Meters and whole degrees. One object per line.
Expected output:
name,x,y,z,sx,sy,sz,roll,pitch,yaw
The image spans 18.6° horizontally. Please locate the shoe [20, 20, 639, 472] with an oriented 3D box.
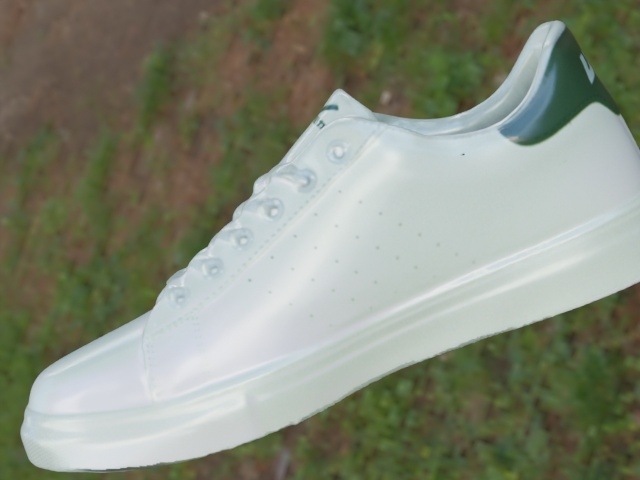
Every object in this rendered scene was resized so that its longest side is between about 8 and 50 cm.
shoe,0.000,0.000,0.754,0.095,0.265,0.110,-132,24,-76
